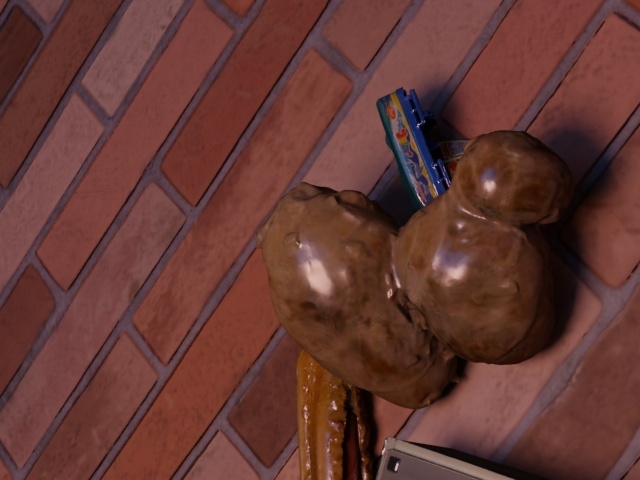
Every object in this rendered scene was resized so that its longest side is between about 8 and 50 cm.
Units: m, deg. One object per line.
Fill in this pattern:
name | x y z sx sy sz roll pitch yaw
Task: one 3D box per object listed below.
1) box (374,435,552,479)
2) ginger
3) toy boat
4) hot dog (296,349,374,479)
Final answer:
box | 0.139 0.310 1.330 0.225 0.117 0.225 12 86 42
ginger | 0.104 0.029 1.394 0.304 0.155 0.244 -21 100 21
toy boat | 0.129 -0.076 1.476 0.110 0.091 0.175 -20 70 4
hot dog | 0.018 0.239 1.488 0.083 0.068 0.289 -27 63 57
